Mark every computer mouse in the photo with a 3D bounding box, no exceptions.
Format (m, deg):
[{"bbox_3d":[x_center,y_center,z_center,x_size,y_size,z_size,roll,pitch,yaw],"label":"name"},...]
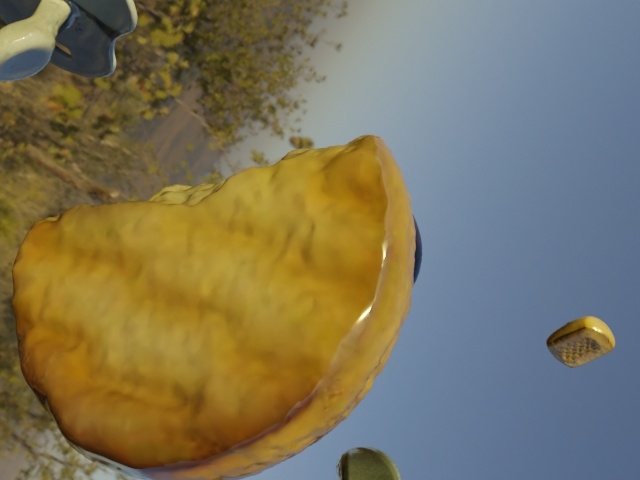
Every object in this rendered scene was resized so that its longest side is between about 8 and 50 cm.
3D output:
[{"bbox_3d":[0.078,0.455,1.274,0.374,0.114,0.203,-96,-170,-76],"label":"computer mouse"}]

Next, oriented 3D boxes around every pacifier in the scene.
[{"bbox_3d":[-0.371,-0.286,1.078,0.279,0.227,0.207,-35,-152,58],"label":"pacifier"}]

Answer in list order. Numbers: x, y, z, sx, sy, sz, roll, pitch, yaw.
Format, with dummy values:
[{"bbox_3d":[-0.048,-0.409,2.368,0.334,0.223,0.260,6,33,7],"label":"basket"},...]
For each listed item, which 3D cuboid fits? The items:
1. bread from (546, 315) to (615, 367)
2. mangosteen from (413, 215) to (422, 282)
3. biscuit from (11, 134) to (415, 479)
[{"bbox_3d":[0.451,0.170,1.435,0.115,0.082,0.056,-46,-170,48],"label":"bread"},{"bbox_3d":[0.013,0.009,1.333,0.300,0.300,0.300,-55,-172,12],"label":"mangosteen"},{"bbox_3d":[-0.073,0.044,0.519,0.091,0.274,0.213,46,45,-58],"label":"biscuit"}]
